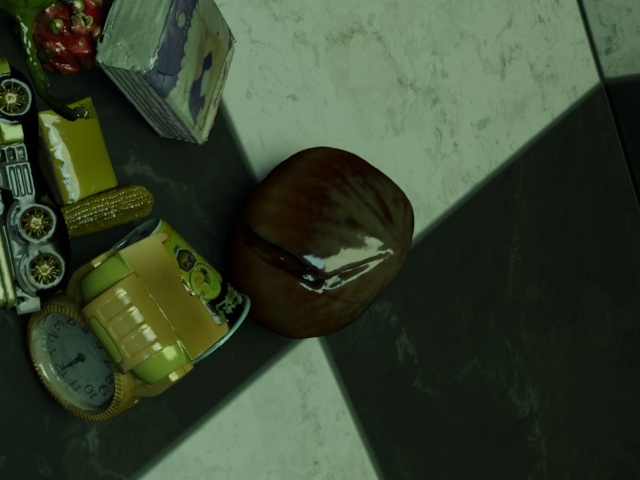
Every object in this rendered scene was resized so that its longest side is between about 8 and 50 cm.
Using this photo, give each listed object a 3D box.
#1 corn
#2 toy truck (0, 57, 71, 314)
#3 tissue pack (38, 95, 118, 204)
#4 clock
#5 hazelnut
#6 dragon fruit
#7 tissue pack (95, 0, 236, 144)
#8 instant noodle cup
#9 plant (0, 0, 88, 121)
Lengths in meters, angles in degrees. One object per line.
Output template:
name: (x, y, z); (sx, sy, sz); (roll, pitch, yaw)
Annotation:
corn: (-0.389, -0.054, 1.873); (0.207, 0.068, 0.068); (-18, 102, -41)
toy truck: (-0.549, -0.076, 1.648); (0.254, 0.180, 0.405); (-13, 101, -28)
tissue pack: (-0.437, -0.157, 1.818); (0.120, 0.082, 0.169); (-27, 107, -42)
clock: (-0.347, 0.163, 1.750); (0.244, 0.317, 0.200); (57, 37, 2)
hazelnut: (0.000, 0.000, 2.075); (0.409, 0.359, 0.359); (-52, 123, -41)
dragon fruit: (-0.430, -0.366, 1.766); (0.160, 0.172, 0.166); (-26, 107, -40)
tissue pack: (-0.265, -0.341, 1.854); (0.344, 0.125, 0.242); (60, 43, -72)
instant noodle cup: (-0.277, 0.091, 1.902); (0.236, 0.215, 0.215); (53, 56, -18)
plant: (-0.477, -0.363, 1.608); (0.180, 0.251, 0.333); (14, 82, -53)
